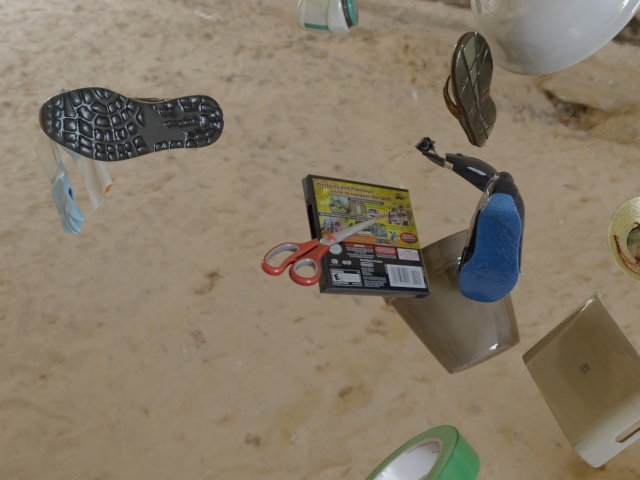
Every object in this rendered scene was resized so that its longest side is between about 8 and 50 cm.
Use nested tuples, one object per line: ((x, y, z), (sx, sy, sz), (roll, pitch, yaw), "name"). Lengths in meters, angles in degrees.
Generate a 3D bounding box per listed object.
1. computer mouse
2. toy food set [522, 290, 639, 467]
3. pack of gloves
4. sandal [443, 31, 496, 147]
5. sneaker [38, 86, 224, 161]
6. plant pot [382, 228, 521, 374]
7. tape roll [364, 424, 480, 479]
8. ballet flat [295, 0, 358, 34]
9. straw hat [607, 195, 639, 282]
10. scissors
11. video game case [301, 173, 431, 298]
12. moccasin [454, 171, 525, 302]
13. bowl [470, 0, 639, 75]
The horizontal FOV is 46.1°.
((0.345, -0.182, 1.799), (0.262, 0.060, 0.184), (37, 16, 10), "computer mouse")
((0.575, 0.281, 1.569), (0.092, 0.220, 0.306), (27, 27, -33), "toy food set")
((-0.454, -0.135, 1.313), (0.046, 0.195, 0.232), (-7, 62, -44), "pack of gloves")
((0.224, -0.228, 1.155), (0.060, 0.219, 0.090), (26, 75, 31), "sandal")
((-0.303, -0.178, 1.176), (0.283, 0.107, 0.124), (-4, 9, -37), "sneaker")
((0.335, 0.162, 1.829), (0.323, 0.323, 0.280), (-15, 71, -27), "plant pot")
((0.186, 0.525, 1.577), (0.077, 0.321, 0.321), (49, 38, -2), "tape roll")
((0.008, -0.562, 1.459), (0.139, 0.139, 0.400), (2, 62, 2), "ballet flat")
((0.465, 0.010, 1.085), (0.144, 0.061, 0.144), (2, 68, -6), "straw hat")
((0.000, 0.000, 1.398), (0.109, 0.021, 0.297), (24, 36, 18), "scissors")
((0.097, -0.005, 1.569), (0.275, 0.035, 0.248), (5, 65, -35), "video game case")
((0.361, 0.001, 1.520), (0.137, 0.342, 0.117), (12, 54, 5), "moccasin")
((0.333, -0.410, 1.127), (0.134, 0.298, 0.298), (25, 11, -39), "bowl")
